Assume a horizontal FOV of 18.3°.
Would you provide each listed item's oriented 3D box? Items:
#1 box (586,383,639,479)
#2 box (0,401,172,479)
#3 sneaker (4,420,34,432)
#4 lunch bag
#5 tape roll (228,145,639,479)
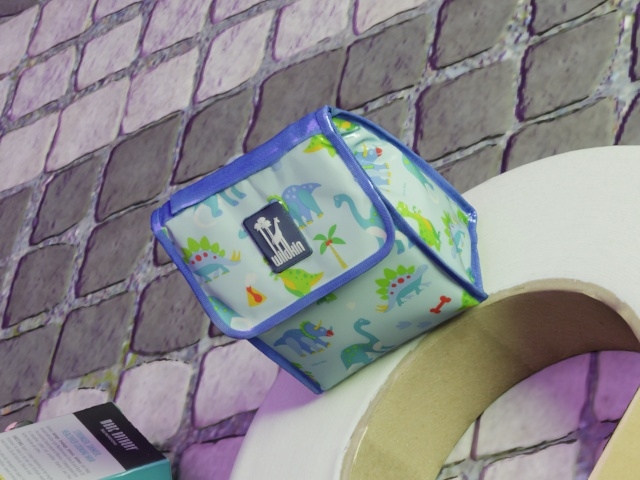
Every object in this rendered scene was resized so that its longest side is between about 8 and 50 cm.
[{"bbox_3d":[0.213,0.140,0.877,0.201,0.021,0.164,28,77,19],"label":"box"},{"bbox_3d":[-0.223,0.178,1.265,0.244,0.060,0.100,-15,25,-24],"label":"box"},{"bbox_3d":[-0.192,0.167,1.391,0.057,0.047,0.119,-22,39,3],"label":"sneaker"},{"bbox_3d":[0.000,0.000,1.108,0.129,0.151,0.096,-31,38,23],"label":"lunch bag"},{"bbox_3d":[0.107,0.126,1.064,0.392,0.072,0.392,-29,40,27],"label":"tape roll"}]
